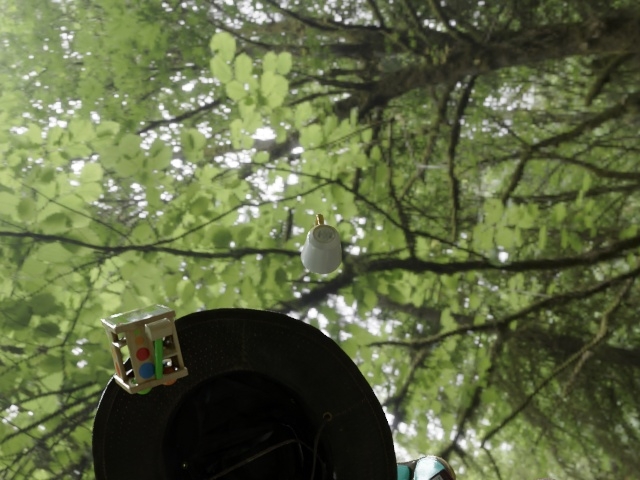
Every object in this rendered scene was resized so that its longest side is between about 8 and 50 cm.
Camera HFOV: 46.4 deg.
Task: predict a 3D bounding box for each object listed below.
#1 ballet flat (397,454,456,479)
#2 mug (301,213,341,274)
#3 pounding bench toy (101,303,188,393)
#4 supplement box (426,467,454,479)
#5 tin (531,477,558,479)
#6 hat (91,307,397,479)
[{"bbox_3d":[0.192,0.442,1.384,0.073,0.232,0.080,24,-113,-23],"label":"ballet flat"},{"bbox_3d":[-0.001,0.003,1.119,0.062,0.078,0.064,-32,-26,-23],"label":"mug"},{"bbox_3d":[-0.143,0.095,0.626,0.052,0.083,0.065,-15,-81,-28],"label":"pounding bench toy"},{"bbox_3d":[0.157,0.466,1.189,0.188,0.081,0.104,-34,-51,-5],"label":"supplement box"},{"bbox_3d":[0.225,0.332,0.737,0.040,0.106,0.189,22,-121,-23],"label":"tin"},{"bbox_3d":[-0.078,0.227,0.832,0.134,0.331,0.331,-143,60,-85],"label":"hat"}]
